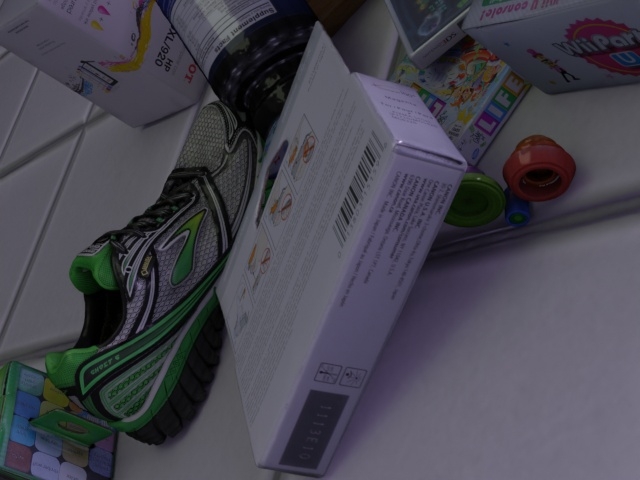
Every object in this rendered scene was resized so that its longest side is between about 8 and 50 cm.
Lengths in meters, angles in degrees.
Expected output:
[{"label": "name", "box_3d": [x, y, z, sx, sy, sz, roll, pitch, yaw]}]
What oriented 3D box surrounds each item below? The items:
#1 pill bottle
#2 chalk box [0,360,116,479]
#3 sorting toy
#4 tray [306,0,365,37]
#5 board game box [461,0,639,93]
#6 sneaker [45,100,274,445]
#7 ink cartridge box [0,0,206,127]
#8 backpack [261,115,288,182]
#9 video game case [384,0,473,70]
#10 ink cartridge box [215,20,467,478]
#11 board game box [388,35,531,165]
[{"label": "pill bottle", "box_3d": [-0.069, -0.202, 1.093, 0.123, 0.123, 0.219, -42, 72, 30]}, {"label": "chalk box", "box_3d": [-0.291, 0.218, 1.146, 0.213, 0.132, 0.132, -40, 35, 31]}, {"label": "sorting toy", "box_3d": [0.127, -0.044, 0.790, 0.102, 0.061, 0.042, -16, 46, 22]}, {"label": "tray", "box_3d": [0.038, -0.375, 1.155, 0.411, 0.076, 0.203, -44, 52, 29]}, {"label": "board game box", "box_3d": [0.246, -0.259, 0.761, 0.224, 0.097, 0.303, 3, 66, 60]}, {"label": "sneaker", "box_3d": [-0.144, 0.010, 1.085, 0.134, 0.146, 0.343, -11, 54, 54]}, {"label": "ink cartridge box", "box_3d": [-0.258, -0.282, 1.444, 0.168, 0.233, 0.171, -9, 56, 53]}, {"label": "backpack", "box_3d": [-0.001, -0.068, 0.992, 0.105, 0.084, 0.114, -31, 43, 47]}, {"label": "video game case", "box_3d": [0.129, -0.243, 0.967, 0.173, 0.022, 0.190, -38, 31, 17]}, {"label": "ink cartridge box", "box_3d": [0.000, 0.000, 0.879, 0.239, 0.060, 0.275, -111, 39, -58]}, {"label": "board game box", "box_3d": [0.112, -0.132, 0.929, 0.103, 0.026, 0.154, -56, 29, 8]}]
